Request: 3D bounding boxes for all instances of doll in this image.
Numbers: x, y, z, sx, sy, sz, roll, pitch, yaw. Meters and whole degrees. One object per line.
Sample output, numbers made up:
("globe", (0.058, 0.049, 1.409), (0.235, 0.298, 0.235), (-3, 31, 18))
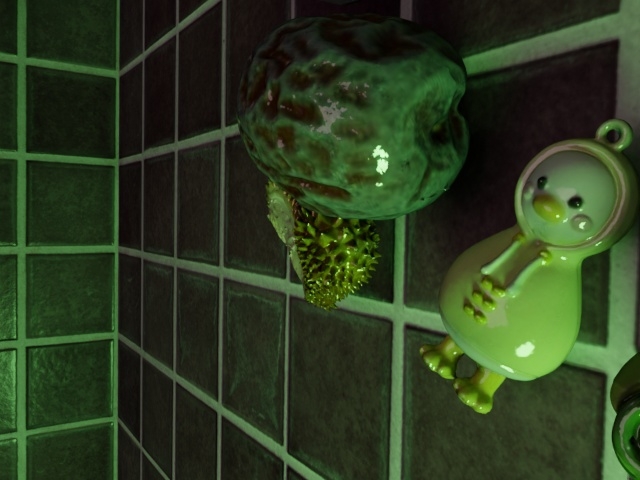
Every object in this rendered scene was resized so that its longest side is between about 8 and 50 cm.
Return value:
("doll", (0.194, 0.023, 0.544), (0.141, 0.117, 0.296), (46, 128, 43))

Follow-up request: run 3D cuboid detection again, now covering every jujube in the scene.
("jujube", (0.026, -0.158, 0.690), (0.308, 0.246, 0.215), (22, 152, 44))

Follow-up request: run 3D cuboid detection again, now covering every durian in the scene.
("durian", (0.006, -0.010, 0.834), (0.138, 0.183, 0.250), (-42, 42, 4))

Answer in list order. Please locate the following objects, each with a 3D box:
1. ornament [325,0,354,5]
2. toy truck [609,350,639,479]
("ornament", (0.005, -0.458, 0.720), (0.239, 0.240, 0.240), (15, 103, 56))
("toy truck", (0.309, 0.105, 0.360), (0.210, 0.148, 0.187), (-53, 47, 15))
